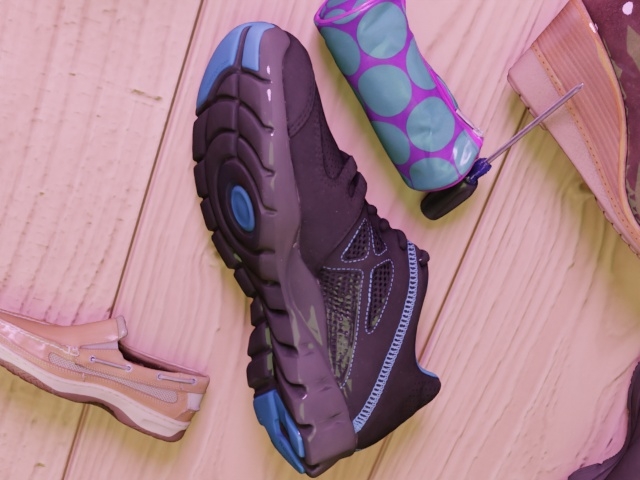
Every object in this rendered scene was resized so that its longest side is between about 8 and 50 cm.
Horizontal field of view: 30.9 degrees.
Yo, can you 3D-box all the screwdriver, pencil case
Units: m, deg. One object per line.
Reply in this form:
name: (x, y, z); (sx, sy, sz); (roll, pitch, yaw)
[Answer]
screwdriver: (0.130, -0.063, 0.829); (0.170, 0.025, 0.024); (-39, 70, 39)
pencil case: (0.058, -0.111, 0.813); (0.070, 0.064, 0.151); (-22, 116, 25)

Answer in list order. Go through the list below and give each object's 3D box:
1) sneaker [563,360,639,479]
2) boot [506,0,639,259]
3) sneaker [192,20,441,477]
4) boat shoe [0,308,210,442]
sneaker: (0.283, 0.191, 0.931); (0.109, 0.130, 0.286); (21, 112, -10)
boot: (0.278, -0.093, 0.816); (0.207, 0.090, 0.248); (-36, 108, 16)
sneaker: (0.000, 0.000, 0.855); (0.140, 0.125, 0.340); (-20, 115, -24)
boat shoe: (-0.175, 0.087, 0.905); (0.190, 0.068, 0.072); (28, 99, -25)
